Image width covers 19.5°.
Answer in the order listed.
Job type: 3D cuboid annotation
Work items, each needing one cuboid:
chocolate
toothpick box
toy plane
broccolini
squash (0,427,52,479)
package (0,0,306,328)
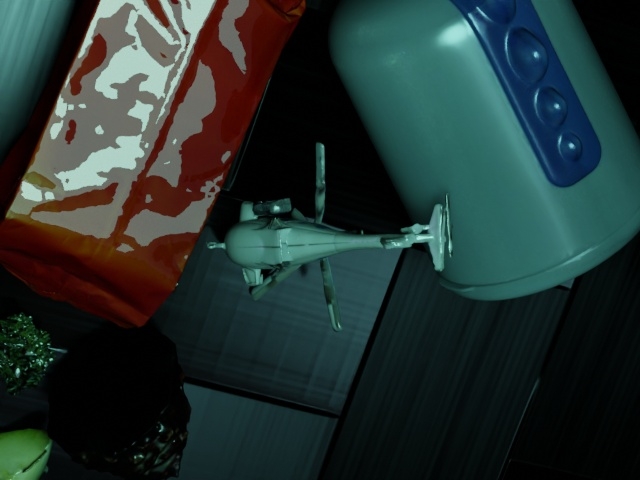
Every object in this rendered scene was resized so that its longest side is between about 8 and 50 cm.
[{"bbox_3d":[-0.183,0.184,1.862,0.156,0.156,0.133,-35,138,-2],"label":"chocolate"},{"bbox_3d":[0.157,-0.144,1.764,0.263,0.263,0.354,-30,111,-4],"label":"toothpick box"},{"bbox_3d":[0.002,0.011,1.777,0.107,0.273,0.182,-6,111,-38],"label":"toy plane"},{"bbox_3d":[-0.370,0.071,1.802,0.254,0.057,0.071,29,55,-24],"label":"broccolini"},{"bbox_3d":[-0.389,0.273,1.834,0.169,0.093,0.252,15,105,-50],"label":"squash"},{"bbox_3d":[-0.167,-0.123,1.758,0.196,0.123,0.423,24,98,-18],"label":"package"}]
